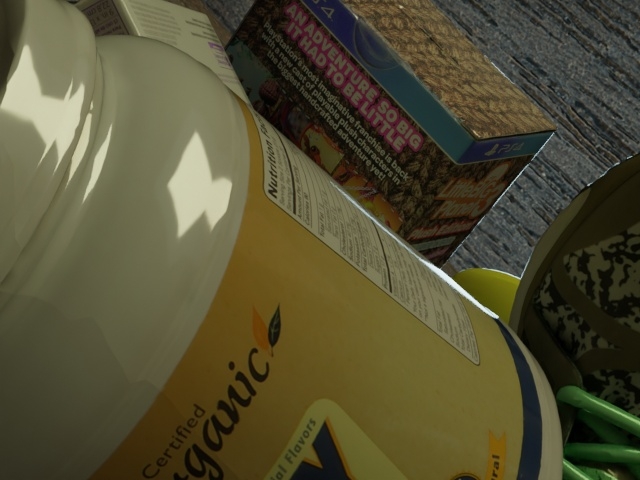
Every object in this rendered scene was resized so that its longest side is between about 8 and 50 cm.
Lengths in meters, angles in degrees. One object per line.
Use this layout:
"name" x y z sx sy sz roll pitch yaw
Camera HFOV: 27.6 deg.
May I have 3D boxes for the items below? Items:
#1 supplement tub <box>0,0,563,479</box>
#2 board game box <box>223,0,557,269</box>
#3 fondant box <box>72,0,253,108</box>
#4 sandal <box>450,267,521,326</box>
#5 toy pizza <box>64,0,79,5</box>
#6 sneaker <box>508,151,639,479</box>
"supplement tub" -0.069 0.057 0.556 0.316 0.228 0.228 38 12 -34
"board game box" 0.011 -0.065 1.125 0.232 0.291 0.141 49 31 20
"fondant box" -0.074 -0.003 0.915 0.330 0.096 0.238 62 10 0
"sandal" 0.089 0.171 0.880 0.126 0.138 0.317 21 -44 35
"toy pizza" -0.254 -0.147 0.898 0.201 0.032 0.201 0 13 0
"sneaker" 0.132 0.146 0.657 0.158 0.410 0.182 23 25 1
